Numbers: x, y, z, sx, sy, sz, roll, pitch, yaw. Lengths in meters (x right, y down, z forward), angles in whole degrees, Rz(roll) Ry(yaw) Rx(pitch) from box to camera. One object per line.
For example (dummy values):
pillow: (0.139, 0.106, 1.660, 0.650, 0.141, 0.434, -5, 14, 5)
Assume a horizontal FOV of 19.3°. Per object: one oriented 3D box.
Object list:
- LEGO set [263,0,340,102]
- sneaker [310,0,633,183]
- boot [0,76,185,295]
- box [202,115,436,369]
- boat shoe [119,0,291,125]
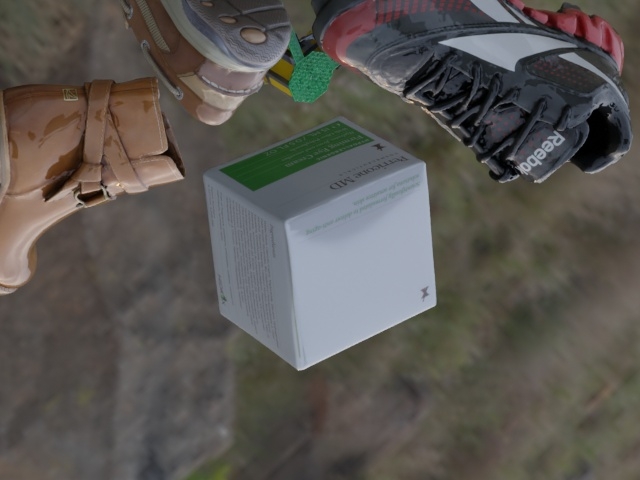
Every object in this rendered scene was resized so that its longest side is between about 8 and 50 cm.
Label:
LEGO set: (-0.012, -0.331, 2.050, 0.331, 0.192, 0.255, -47, 140, -9)
sneaker: (0.117, -0.111, 1.302, 0.276, 0.135, 0.097, 12, 141, -37)
boot: (-0.164, -0.033, 1.238, 0.152, 0.073, 0.197, -11, 151, -3)
box: (0.000, 0.000, 1.078, 0.101, 0.087, 0.102, -24, 125, -28)
boat shoe: (-0.135, -0.225, 1.619, 0.123, 0.324, 0.116, 4, 131, -30)
